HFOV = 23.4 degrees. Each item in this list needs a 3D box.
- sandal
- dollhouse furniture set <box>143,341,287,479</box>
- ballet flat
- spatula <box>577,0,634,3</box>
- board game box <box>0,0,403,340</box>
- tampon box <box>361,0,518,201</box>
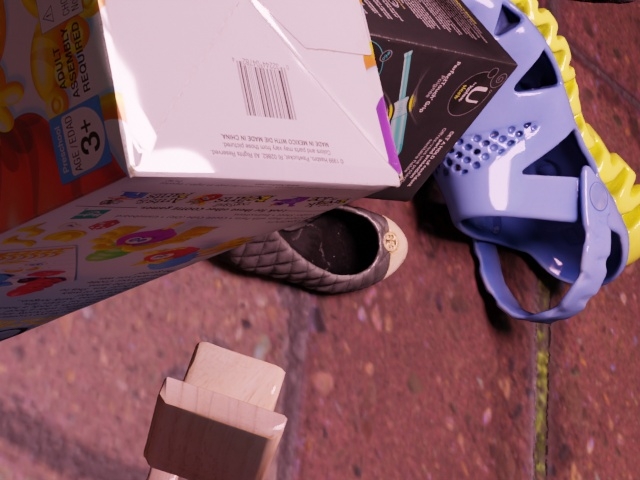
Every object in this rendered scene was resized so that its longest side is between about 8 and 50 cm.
[{"bbox_3d":[0.123,-0.061,1.067,0.317,0.126,0.138,48,47,-23],"label":"sandal"},{"bbox_3d":[0.040,0.245,0.632,0.303,0.355,0.173,17,51,0],"label":"dollhouse furniture set"},{"bbox_3d":[0.000,0.000,0.945,0.173,0.049,0.057,6,70,-49],"label":"ballet flat"},{"bbox_3d":[0.060,-0.185,0.935,0.084,0.296,0.030,0,112,-57],"label":"spatula"},{"bbox_3d":[-0.127,-0.050,0.634,0.144,0.275,0.142,0,74,-50],"label":"board game box"},{"bbox_3d":[0.012,-0.102,0.924,0.161,0.120,0.101,3,43,-50],"label":"tampon box"}]
